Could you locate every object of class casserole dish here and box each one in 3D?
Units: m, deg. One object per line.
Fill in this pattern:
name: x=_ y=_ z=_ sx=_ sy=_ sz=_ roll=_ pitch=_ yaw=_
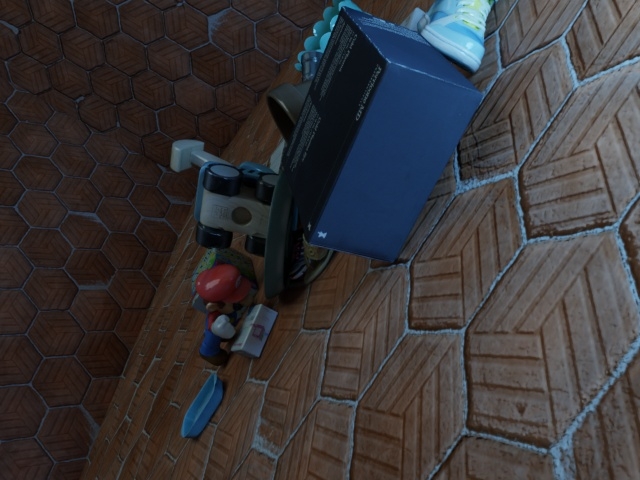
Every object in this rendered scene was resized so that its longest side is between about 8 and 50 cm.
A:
casserole dish: x=-0.304 y=0.435 z=1.699 sx=0.188 sy=0.037 sz=0.114 roll=-56 pitch=18 yaw=11

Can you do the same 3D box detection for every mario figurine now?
mario figurine: x=-0.236 y=0.195 z=1.716 sx=0.198 sy=0.170 sz=0.321 roll=54 pitch=146 yaw=33

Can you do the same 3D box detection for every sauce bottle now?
sauce bottle: x=-0.016 y=-0.349 z=1.801 sx=0.111 sy=0.111 sz=0.345 roll=159 pitch=114 yaw=-64

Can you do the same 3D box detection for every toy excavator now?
toy excavator: x=-0.275 y=-0.161 z=1.950 sx=0.445 sy=0.432 sz=0.222 roll=-81 pitch=3 yaw=-66

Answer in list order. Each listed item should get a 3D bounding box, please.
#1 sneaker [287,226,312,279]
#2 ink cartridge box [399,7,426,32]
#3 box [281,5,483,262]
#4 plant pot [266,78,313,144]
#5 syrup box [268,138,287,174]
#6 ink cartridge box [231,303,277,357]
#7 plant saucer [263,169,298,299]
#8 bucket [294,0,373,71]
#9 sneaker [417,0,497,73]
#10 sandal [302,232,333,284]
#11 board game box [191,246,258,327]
sneaker: x=-0.045 y=0.010 z=1.575 sx=0.170 sy=0.074 sz=0.063 roll=-62 pitch=18 yaw=-2
ink cartridge box: x=0.152 y=-0.442 z=1.748 sx=0.371 sy=0.069 sz=0.176 roll=-33 pitch=33 yaw=51
box: x=0.086 y=-0.194 z=1.182 sx=0.312 sy=0.178 sz=0.343 roll=-108 pitch=36 yaw=-53
plant pot: x=0.028 y=-0.305 z=1.610 sx=0.229 sy=0.263 sz=0.263 roll=-32 pitch=16 yaw=-8
syrup box: x=-0.108 y=-0.222 z=2.075 sx=0.096 sy=0.093 sz=0.237 roll=-50 pitch=21 yaw=31
ink cartridge box: x=-0.164 y=0.226 z=1.608 sx=0.088 sy=0.052 sz=0.122 roll=-24 pitch=39 yaw=63
plant saucer: x=-0.091 y=-0.012 z=1.592 sx=0.317 sy=0.043 sz=0.318 roll=6 pitch=-90 yaw=-87
bucket: x=0.066 y=-0.607 z=2.045 sx=0.281 sy=0.183 sz=0.281 roll=-51 pitch=20 yaw=28
sneaker: x=0.296 y=-0.465 z=1.291 sx=0.208 sy=0.127 sz=0.319 roll=-54 pitch=20 yaw=24
sandal: x=0.000 y=-0.004 z=1.465 sx=0.240 sy=0.079 sz=0.088 roll=-49 pitch=21 yaw=33
board game box: x=-0.294 y=0.122 z=1.975 sx=0.142 sy=0.144 sz=0.275 roll=-57 pitch=19 yaw=9
